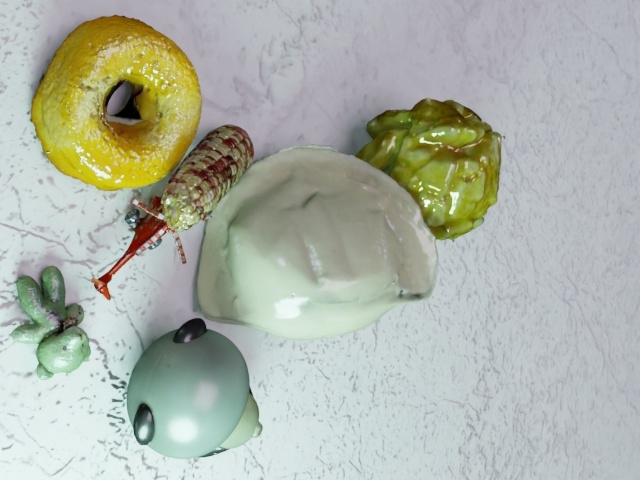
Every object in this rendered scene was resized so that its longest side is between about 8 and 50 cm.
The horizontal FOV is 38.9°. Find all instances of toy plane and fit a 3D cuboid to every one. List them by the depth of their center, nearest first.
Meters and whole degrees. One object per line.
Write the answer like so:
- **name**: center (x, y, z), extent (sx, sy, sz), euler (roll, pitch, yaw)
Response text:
- **toy plane**: center (-0.260, 0.009, 1.342), extent (0.126, 0.077, 0.194), euler (34, 73, -36)

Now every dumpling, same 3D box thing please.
- **dumpling**: center (0.000, 0.000, 1.452), extent (0.395, 0.233, 0.316), euler (-1, 87, -7)

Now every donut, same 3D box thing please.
- **donut**: center (-0.282, -0.190, 1.292), extent (0.253, 0.118, 0.253), euler (-15, 116, -33)

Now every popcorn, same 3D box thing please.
- **popcorn**: center (0.196, -0.121, 1.621), extent (0.282, 0.282, 0.247), euler (3, 89, -41)

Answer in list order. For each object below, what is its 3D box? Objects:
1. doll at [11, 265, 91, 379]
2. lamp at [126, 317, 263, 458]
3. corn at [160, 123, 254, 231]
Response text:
- **doll**: center (-0.370, 0.114, 1.259), extent (0.115, 0.077, 0.150), euler (-27, 99, -48)
- **lamp**: center (-0.184, 0.237, 1.367), extent (0.198, 0.197, 0.244), euler (-65, 151, -17)
- **corn**: center (-0.170, -0.097, 1.350), extent (0.086, 0.086, 0.253), euler (66, 28, -23)
